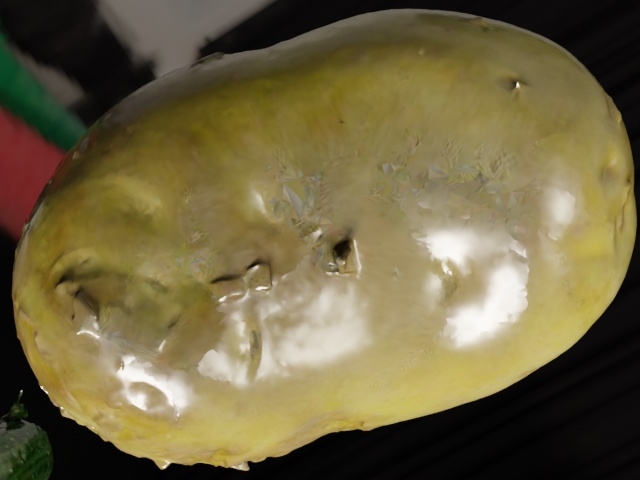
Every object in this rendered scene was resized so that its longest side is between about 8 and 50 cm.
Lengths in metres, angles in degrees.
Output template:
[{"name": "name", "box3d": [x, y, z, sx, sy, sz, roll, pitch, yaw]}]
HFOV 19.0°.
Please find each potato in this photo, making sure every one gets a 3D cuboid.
[{"name": "potato", "box3d": [0.000, 0.000, 0.421, 0.070, 0.137, 0.092, -95, -10, -82]}]

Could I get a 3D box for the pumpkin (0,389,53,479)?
[{"name": "pumpkin", "box3d": [-0.192, 0.143, 0.719, 0.248, 0.248, 0.248, 51, -161, -26]}]
